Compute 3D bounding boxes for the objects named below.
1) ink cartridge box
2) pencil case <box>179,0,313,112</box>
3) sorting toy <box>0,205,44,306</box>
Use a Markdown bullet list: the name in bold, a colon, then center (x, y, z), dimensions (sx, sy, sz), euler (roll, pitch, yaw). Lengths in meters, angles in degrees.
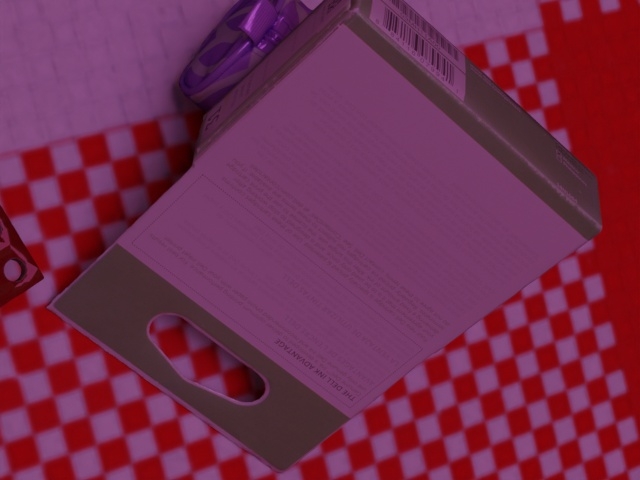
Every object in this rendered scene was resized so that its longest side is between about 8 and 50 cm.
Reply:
- **ink cartridge box**: center (0.000, 0.000, 0.751), dimensions (0.171, 0.235, 0.056), euler (39, 30, -21)
- **pencil case**: center (0.021, -0.050, 0.796), dimensions (0.206, 0.088, 0.086), euler (37, 82, -20)
- **sorting toy**: center (-0.260, 0.033, 0.666), dimensions (0.274, 0.046, 0.132), euler (-38, 105, -24)
